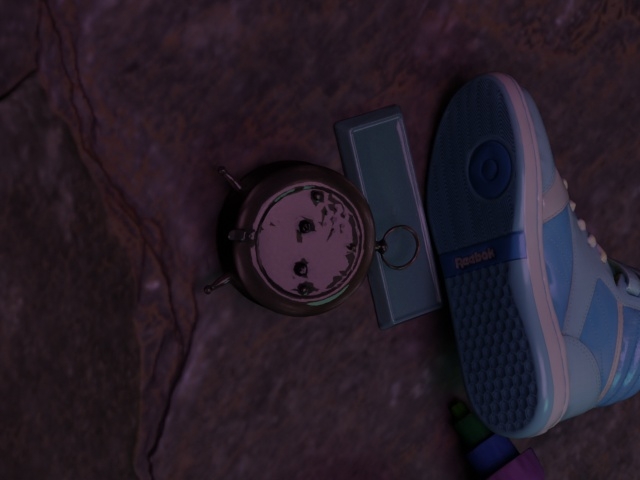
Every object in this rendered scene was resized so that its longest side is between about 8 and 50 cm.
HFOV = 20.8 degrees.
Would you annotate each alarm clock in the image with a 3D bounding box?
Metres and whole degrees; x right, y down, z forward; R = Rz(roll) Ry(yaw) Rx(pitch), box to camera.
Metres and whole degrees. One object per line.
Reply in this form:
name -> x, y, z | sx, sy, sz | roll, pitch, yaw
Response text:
alarm clock -> 0.000, 0.000, 1.480 | 0.192, 0.064, 0.129 | 4, 95, -25

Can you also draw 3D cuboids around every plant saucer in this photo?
plant saucer -> 0.064, -0.019, 1.539 | 0.067, 0.018, 0.192 | -19, 103, -23

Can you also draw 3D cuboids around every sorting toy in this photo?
sorting toy -> 0.029, 0.255, 1.525 | 0.365, 0.127, 0.126 | -32, 79, -22

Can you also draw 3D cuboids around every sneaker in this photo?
sneaker -> 0.213, 0.008, 1.569 | 0.208, 0.127, 0.319 | -5, 89, -40
